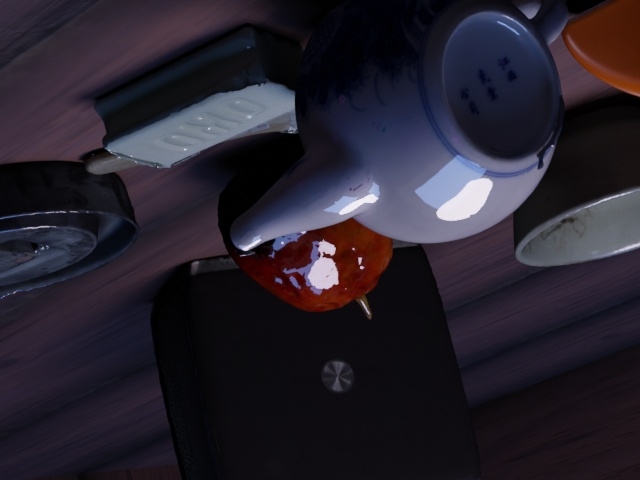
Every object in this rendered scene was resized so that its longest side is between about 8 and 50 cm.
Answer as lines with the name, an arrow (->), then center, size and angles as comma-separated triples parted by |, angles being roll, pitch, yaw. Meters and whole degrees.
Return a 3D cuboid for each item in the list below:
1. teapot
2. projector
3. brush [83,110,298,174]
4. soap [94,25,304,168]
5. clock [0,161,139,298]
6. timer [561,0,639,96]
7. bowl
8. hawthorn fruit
teapot -> 0.082, -0.121, 1.644 | 0.424, 0.252, 0.280 | -41, -164, -32
projector -> -0.011, 0.228, 2.525 | 0.395, 0.405, 0.242 | -8, 164, -23
brush -> -0.094, -0.120, 1.913 | 0.336, 0.020, 0.085 | -14, 166, 1
soap -> -0.113, -0.139, 1.740 | 0.198, 0.063, 0.114 | -23, 161, 30
clock -> -0.369, -0.004, 1.999 | 0.318, 0.066, 0.319 | -14, 165, -4
timer -> 0.417, -0.219, 1.809 | 0.257, 0.161, 0.250 | -7, -175, -39
bowl -> 0.369, -0.083, 2.241 | 0.289, 0.146, 0.289 | -13, 164, -4
hawthorn fruit -> 0.000, 0.000, 2.052 | 0.189, 0.189, 0.251 | -25, 120, 36
